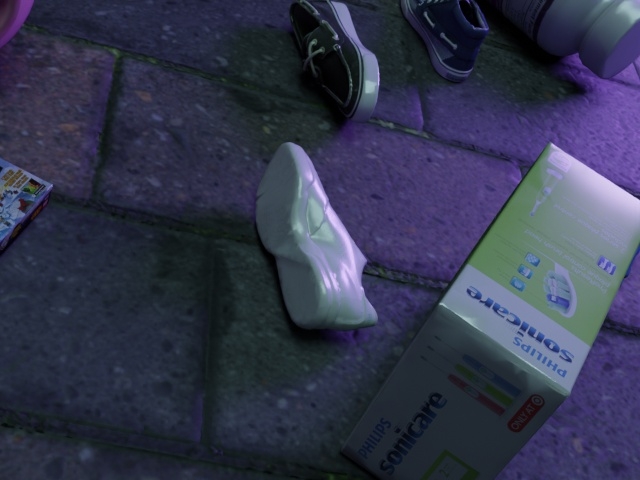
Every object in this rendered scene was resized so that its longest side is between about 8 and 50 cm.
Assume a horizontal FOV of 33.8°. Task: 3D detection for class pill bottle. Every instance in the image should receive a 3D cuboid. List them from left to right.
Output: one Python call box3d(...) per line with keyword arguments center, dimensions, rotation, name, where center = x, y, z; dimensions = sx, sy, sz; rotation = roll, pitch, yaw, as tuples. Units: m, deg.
box3d(center=(0.333, -0.370, 1.492), dimensions=(0.169, 0.169, 0.301), rotation=(-24, 62, -41), name="pill bottle")

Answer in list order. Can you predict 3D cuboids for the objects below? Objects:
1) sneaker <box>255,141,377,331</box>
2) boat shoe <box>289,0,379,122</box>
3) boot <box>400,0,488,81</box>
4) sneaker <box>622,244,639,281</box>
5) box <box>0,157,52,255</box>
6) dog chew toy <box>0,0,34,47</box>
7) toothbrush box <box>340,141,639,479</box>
box3d(center=(0.000, 0.000, 1.029), dimensions=(0.094, 0.080, 0.212), rotation=(11, 50, -34), name="sneaker")
box3d(center=(0.010, -0.214, 1.243), dimensions=(0.070, 0.077, 0.219), rotation=(6, 37, -23), name="boat shoe")
box3d(center=(0.169, -0.303, 1.401), dimensions=(0.069, 0.086, 0.190), rotation=(0, 48, -27), name="boot")
box3d(center=(0.329, 0.010, 1.197), dimensions=(0.209, 0.069, 0.082), rotation=(-16, 89, -48), name="sneaker")
box3d(center=(-0.309, -0.024, 0.916), dimensions=(0.094, 0.027, 0.137), rotation=(28, 42, 1), name="box")
box3d(center=(-0.420, -0.311, 1.033), dimensions=(0.207, 0.206, 0.332), rotation=(-17, 49, -38), name="dog chew toy")
box3d(center=(0.159, 0.075, 0.925), dimensions=(0.122, 0.206, 0.283), rotation=(35, 41, 8), name="toothbrush box")
